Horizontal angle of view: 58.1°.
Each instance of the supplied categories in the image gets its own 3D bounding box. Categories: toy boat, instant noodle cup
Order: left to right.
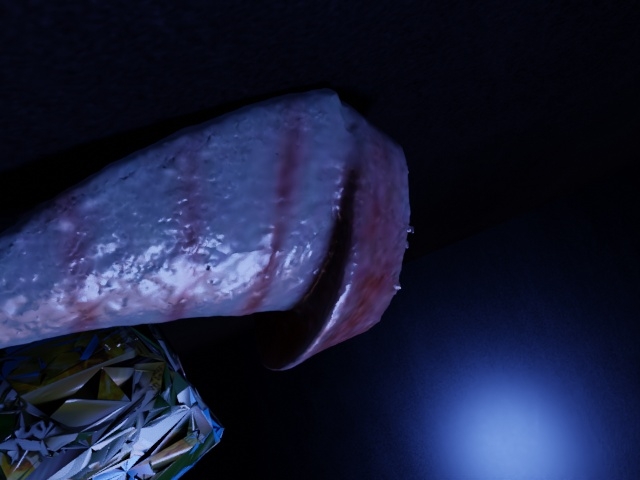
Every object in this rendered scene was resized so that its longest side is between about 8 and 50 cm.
[{"bbox_3d":[-0.196,0.128,0.450,0.178,0.240,0.240,-32,174,-17],"label":"instant noodle cup"},{"bbox_3d":[-0.073,0.003,0.354,0.282,0.096,0.206,-4,122,-32],"label":"toy boat"}]
